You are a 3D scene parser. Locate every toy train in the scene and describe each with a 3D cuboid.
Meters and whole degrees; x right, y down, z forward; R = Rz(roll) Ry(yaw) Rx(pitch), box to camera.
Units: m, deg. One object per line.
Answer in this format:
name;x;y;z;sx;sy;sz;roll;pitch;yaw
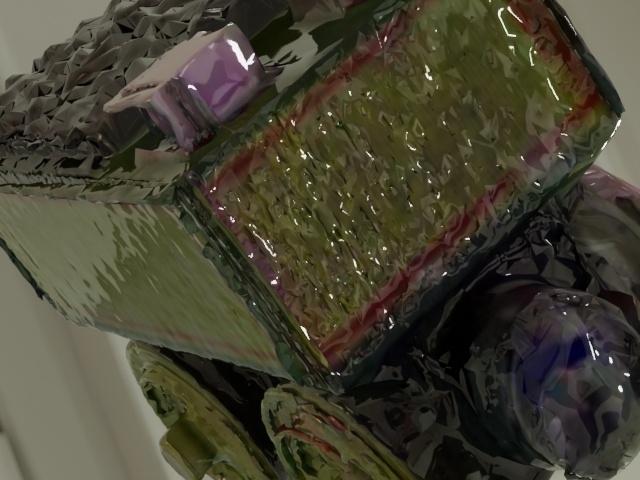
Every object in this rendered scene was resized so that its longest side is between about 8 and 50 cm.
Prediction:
toy train;0.000;0.000;0.545;0.177;0.134;0.261;54;-20;-18
